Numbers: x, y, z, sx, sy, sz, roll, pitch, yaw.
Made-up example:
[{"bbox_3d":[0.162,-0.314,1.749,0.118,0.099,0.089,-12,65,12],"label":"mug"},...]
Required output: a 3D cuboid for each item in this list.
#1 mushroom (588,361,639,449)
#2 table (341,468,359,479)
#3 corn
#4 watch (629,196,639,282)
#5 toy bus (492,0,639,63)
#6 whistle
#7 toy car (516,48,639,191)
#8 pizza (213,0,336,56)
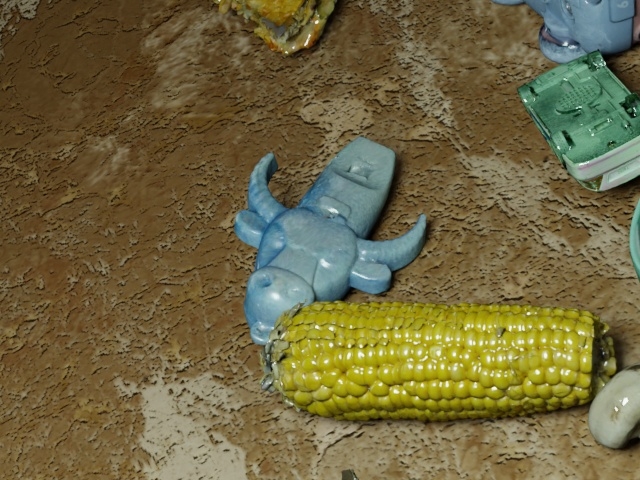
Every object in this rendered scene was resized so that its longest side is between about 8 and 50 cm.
[{"bbox_3d":[0.264,0.143,1.563,0.085,0.085,0.079,-40,72,-16],"label":"mushroom"},{"bbox_3d":[0.016,0.246,1.565,0.070,0.082,0.083,-23,40,3],"label":"table"},{"bbox_3d":[0.097,0.105,1.656,0.318,0.115,0.115,0,47,24],"label":"corn"},{"bbox_3d":[0.367,-0.015,1.670,0.195,0.068,0.237,10,51,35],"label":"watch"},{"bbox_3d":[0.291,-0.335,1.958,0.232,0.197,0.294,-22,38,-11],"label":"toy bus"},{"bbox_3d":[0.000,0.000,1.823,0.180,0.093,0.269,21,55,12],"label":"whistle"},{"bbox_3d":[0.257,-0.110,1.817,0.090,0.076,0.224,-27,24,4],"label":"toy car"},{"bbox_3d":[-0.011,-0.321,2.174,0.251,0.074,0.287,-32,42,-6],"label":"pizza"}]
